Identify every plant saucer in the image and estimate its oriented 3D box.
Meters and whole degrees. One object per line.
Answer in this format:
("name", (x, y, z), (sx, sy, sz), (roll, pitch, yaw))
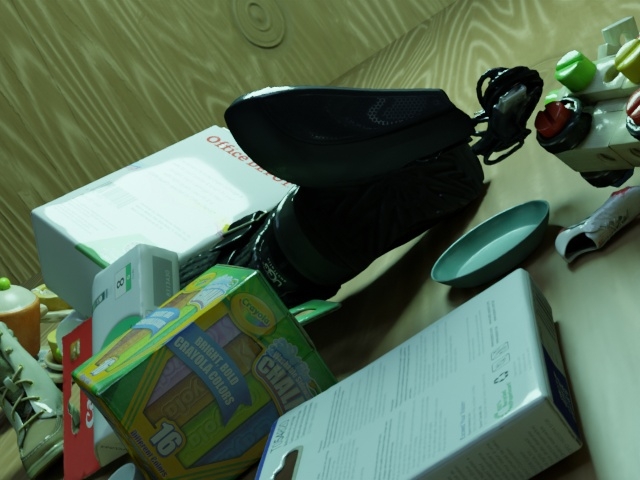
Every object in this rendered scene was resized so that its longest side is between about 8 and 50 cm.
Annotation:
("plant saucer", (0.151, 0.007, 1.028), (0.119, 0.021, 0.119), (-33, 11, 7))

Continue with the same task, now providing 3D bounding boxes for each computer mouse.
("computer mouse", (0.052, -0.086, 1.020), (0.272, 0.072, 0.188), (-1, -12, 3))

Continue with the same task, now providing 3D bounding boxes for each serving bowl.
("serving bowl", (-0.172, 0.230, 1.000), (0.083, 0.027, 0.083), (-45, 17, 19))

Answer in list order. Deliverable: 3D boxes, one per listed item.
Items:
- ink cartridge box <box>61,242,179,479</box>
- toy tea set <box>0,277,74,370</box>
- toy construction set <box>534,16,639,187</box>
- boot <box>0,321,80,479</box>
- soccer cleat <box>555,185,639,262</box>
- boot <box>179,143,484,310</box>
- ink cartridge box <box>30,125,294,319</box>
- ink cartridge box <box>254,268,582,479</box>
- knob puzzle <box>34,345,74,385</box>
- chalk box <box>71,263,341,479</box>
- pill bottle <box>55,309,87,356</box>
("ink cartridge box", (-0.220, 0.130, 1.190), (0.224, 0.056, 0.181), (-32, 53, 38))
("toy tea set", (-0.392, 0.082, 1.826), (0.200, 0.124, 0.336), (-1, 20, 12))
("toy construction set", (0.290, -0.147, 0.941), (0.215, 0.151, 0.327), (-64, 12, -15))
("boot", (-0.349, 0.179, 1.368), (0.077, 0.165, 0.213), (-36, 10, -4))
("soccer cleat", (0.218, -0.011, 0.912), (0.083, 0.029, 0.035), (-34, 20, 22))
("boot", (-0.003, -0.003, 1.237), (0.348, 0.131, 0.260), (-30, -8, -48))
("ink cartridge box", (-0.163, -0.006, 1.397), (0.278, 0.117, 0.201), (-30, 44, -33))
("ink cartridge box", (0.055, 0.125, 0.770), (0.224, 0.045, 0.223), (-33, 11, 15))
("knob puzzle", (-0.452, 0.195, 1.761), (0.213, 0.030, 0.213), (-1, 11, 0))
("chalk box", (-0.080, 0.105, 1.008), (0.213, 0.132, 0.132), (-39, 13, -17))
("pill bottle", (-0.220, 0.073, 1.507), (0.136, 0.136, 0.246), (-24, 16, 42))
